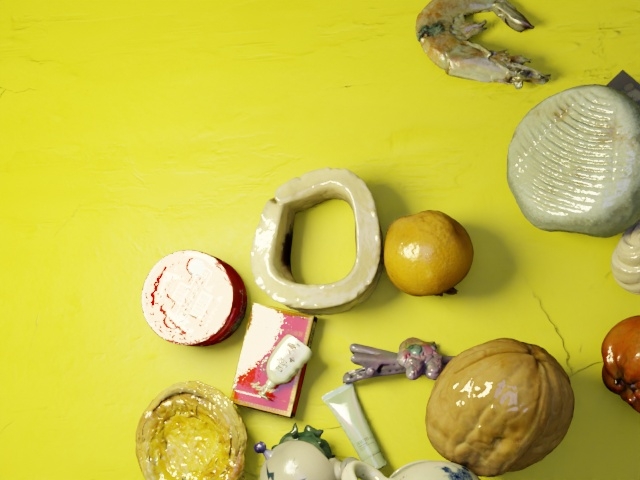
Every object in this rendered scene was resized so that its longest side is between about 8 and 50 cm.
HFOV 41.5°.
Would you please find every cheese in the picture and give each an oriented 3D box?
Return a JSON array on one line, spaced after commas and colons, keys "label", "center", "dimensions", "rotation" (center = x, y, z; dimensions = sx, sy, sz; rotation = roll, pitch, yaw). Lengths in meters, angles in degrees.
[{"label": "cheese", "center": [-0.003, -0.001, 1.942], "dimensions": [0.293, 0.153, 0.332], "rotation": [3, 79, 8]}]

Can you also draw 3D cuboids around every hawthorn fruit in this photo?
[{"label": "hawthorn fruit", "center": [0.720, 0.245, 1.771], "dimensions": [0.261, 0.224, 0.224], "rotation": [-26, 76, -22]}]

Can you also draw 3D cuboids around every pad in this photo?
[{"label": "pad", "center": [0.732, -0.295, 1.967], "dimensions": [0.127, 0.004, 0.190], "rotation": [-44, 77, -2]}]

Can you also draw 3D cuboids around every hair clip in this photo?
[{"label": "hair clip", "center": [0.181, 0.275, 1.888], "dimensions": [0.279, 0.137, 0.090], "rotation": [-6, 114, 8]}]

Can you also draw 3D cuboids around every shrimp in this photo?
[{"label": "shrimp", "center": [0.398, -0.479, 2.019], "dimensions": [0.360, 0.085, 0.246], "rotation": [32, 79, 16]}]

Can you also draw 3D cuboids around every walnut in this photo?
[{"label": "walnut", "center": [0.372, 0.353, 1.762], "dimensions": [0.252, 0.277, 0.313], "rotation": [51, 129, 40]}]

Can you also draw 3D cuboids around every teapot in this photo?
[{"label": "teapot", "center": [0.222, 0.555, 1.725], "dimensions": [0.424, 0.280, 0.252], "rotation": [27, 104, -22]}]

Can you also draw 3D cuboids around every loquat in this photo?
[{"label": "loquat", "center": [0.237, 0.033, 1.877], "dimensions": [0.208, 0.208, 0.207], "rotation": [-1, 79, 8]}]

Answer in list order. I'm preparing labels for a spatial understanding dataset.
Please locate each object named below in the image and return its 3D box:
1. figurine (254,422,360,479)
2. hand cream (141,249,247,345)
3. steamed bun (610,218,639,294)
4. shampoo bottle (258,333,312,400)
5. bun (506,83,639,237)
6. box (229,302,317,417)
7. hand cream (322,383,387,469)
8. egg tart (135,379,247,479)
[{"label": "figurine", "center": [0.009, 0.576, 1.817], "dimensions": [0.261, 0.186, 0.382], "rotation": [-41, 71, 10]}, {"label": "hand cream", "center": [-0.290, 0.137, 1.962], "dimensions": [0.230, 0.149, 0.230], "rotation": [-1, 82, 7]}, {"label": "steamed bun", "center": [0.701, 0.023, 1.836], "dimensions": [0.106, 0.183, 0.182], "rotation": [30, 85, 33]}, {"label": "shampoo bottle", "center": [-0.089, 0.287, 1.887], "dimensions": [0.077, 0.045, 0.152], "rotation": [37, 86, 11]}, {"label": "bun", "center": [0.585, -0.171, 1.857], "dimensions": [0.355, 0.194, 0.354], "rotation": [-10, 72, 35]}, {"label": "box", "center": [-0.108, 0.276, 1.951], "dimensions": [0.153, 0.074, 0.239], "rotation": [12, 81, 6]}, {"label": "hand cream", "center": [0.083, 0.425, 1.906], "dimensions": [0.078, 0.050, 0.204], "rotation": [-29, 73, 1]}, {"label": "egg tart", "center": [-0.282, 0.465, 1.922], "dimensions": [0.291, 0.107, 0.290], "rotation": [-1, 85, 10]}]
